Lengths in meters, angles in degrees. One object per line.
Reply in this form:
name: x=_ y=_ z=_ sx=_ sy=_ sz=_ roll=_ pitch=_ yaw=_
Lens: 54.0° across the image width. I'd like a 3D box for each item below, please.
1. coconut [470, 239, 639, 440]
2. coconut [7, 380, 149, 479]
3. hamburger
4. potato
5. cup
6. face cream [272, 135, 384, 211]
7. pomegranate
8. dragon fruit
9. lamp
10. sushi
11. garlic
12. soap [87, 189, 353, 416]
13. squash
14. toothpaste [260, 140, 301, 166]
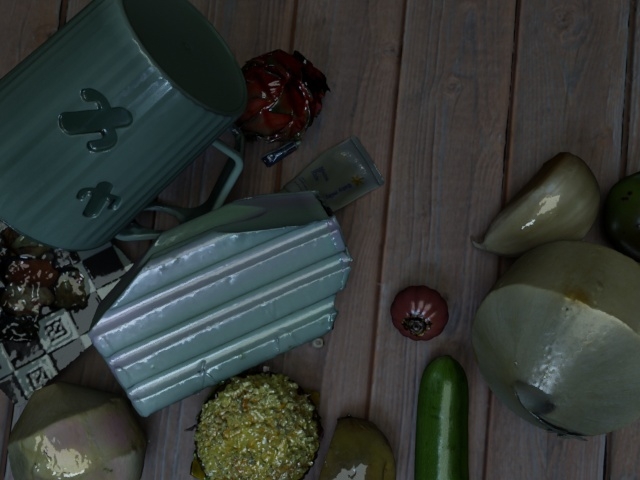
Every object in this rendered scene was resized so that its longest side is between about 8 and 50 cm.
coconut: x=0.406 y=0.161 z=1.027 sx=0.323 sy=0.323 sz=0.322 roll=0 pitch=85 yaw=0
coconut: x=-0.414 y=0.346 z=1.076 sx=0.197 sy=0.237 sz=0.236 roll=-26 pitch=85 yaw=-7
hamburger: x=-0.118 y=0.352 z=1.111 sx=0.243 sy=0.138 sz=0.261 roll=10 pitch=84 yaw=1
potato: x=0.056 y=0.435 z=1.096 sx=0.138 sy=0.098 sz=0.243 roll=17 pitch=74 yaw=8
cup: x=-0.321 y=-0.191 z=1.053 sx=0.392 sy=0.401 sz=0.310 roll=-32 pitch=68 yaw=25
face cream: x=0.004 y=-0.105 z=1.197 sx=0.224 sy=0.070 sz=0.114 roll=-31 pitch=85 yaw=-11
pomegranate: x=0.601 y=-0.049 z=1.102 sx=0.182 sy=0.224 sz=0.181 roll=-1 pitch=83 yaw=9
dragon fruit: x=-0.083 y=-0.259 z=1.152 sx=0.182 sy=0.182 sz=0.188 roll=26 pitch=87 yaw=3
lamp: x=0.181 y=0.133 z=1.152 sx=0.108 sy=0.092 sz=0.107 roll=6 pitch=118 yaw=12
sushi: x=-0.539 y=0.083 z=1.184 sx=0.339 sy=0.069 sz=0.320 roll=44 pitch=78 yaw=4
garlic: x=0.404 y=-0.054 z=1.146 sx=0.245 sy=0.164 sz=0.145 roll=-41 pitch=122 yaw=-4
soap: x=-0.164 y=0.088 z=1.089 sx=0.446 sy=0.156 sz=0.261 roll=-25 pitch=113 yaw=-2
squash: x=0.218 y=0.396 z=1.126 sx=0.101 sy=0.101 sz=0.378 roll=-1 pitch=86 yaw=0
toothpaste: x=-0.075 y=-0.172 z=1.220 sx=0.083 sy=0.019 sz=0.027 roll=-30 pitch=102 yaw=2
